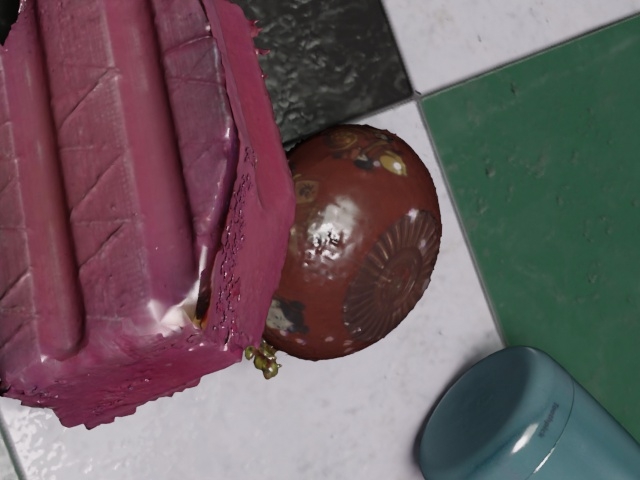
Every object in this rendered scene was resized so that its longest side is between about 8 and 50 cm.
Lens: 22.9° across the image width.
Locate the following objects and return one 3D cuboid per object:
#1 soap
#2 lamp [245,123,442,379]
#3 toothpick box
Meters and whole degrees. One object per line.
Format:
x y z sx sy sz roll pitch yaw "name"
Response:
-0.116 -0.054 0.931 0.182 0.112 0.289 -20 66 13 "soap"
0.001 -0.004 1.017 0.157 0.135 0.156 -22 134 -44 "lamp"
0.169 0.168 1.083 0.184 0.120 0.120 40 73 -19 "toothpick box"
